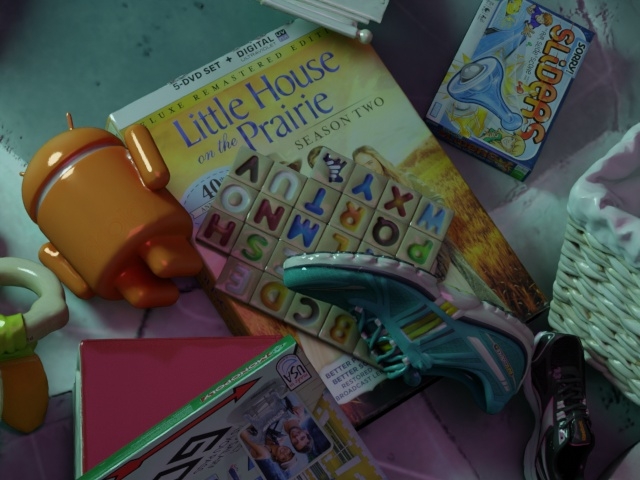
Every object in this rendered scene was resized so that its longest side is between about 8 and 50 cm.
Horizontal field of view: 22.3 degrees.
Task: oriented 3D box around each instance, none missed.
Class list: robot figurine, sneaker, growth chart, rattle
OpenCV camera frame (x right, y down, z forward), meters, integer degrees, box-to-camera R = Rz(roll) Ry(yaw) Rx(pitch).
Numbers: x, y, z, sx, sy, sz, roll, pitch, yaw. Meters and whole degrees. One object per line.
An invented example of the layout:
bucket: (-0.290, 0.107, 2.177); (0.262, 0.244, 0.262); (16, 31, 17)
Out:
robot figurine: (-0.215, -0.029, 1.644); (0.128, 0.158, 0.219); (-33, 67, -29)
sneaker: (0.086, 0.086, 1.618); (0.275, 0.107, 0.110); (24, 77, -11)
growth chart: (0.013, -0.306, 1.816); (0.172, 0.021, 0.237); (25, 42, 1)
sneaker: (0.255, 0.181, 1.665); (0.072, 0.077, 0.178); (-8, 102, -20)
rattle: (-0.333, 0.075, 1.651); (0.130, 0.143, 0.199); (-40, 48, -20)

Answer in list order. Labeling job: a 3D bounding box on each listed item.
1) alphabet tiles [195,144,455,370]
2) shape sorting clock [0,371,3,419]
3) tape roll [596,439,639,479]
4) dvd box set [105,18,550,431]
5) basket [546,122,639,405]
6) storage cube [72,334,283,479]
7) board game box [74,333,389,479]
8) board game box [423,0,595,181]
alphabet tiles: (0.000, 0.000, 1.687); (0.237, 0.009, 0.198); (26, 67, -3)
shape sorting clock: (-0.401, 0.142, 1.554); (0.206, 0.040, 0.206); (1, 93, 11)
tape roll: (0.445, 0.367, 1.675); (0.392, 0.072, 0.392); (4, 70, -11)
dvd box set: (0.007, -0.023, 1.735); (0.307, 0.062, 0.420); (-29, 78, -20)
basket: (0.447, 0.029, 1.647); (0.331, 0.266, 0.328); (41, 61, 21)
storage cube: (-0.138, 0.202, 1.557); (0.193, 0.184, 0.215); (-1, 73, -11)
board game box: (-0.097, 0.259, 1.425); (0.317, 0.046, 0.213); (-35, 101, -5)
board game box: (0.214, -0.183, 1.851); (0.136, 0.035, 0.201); (27, 67, -1)
